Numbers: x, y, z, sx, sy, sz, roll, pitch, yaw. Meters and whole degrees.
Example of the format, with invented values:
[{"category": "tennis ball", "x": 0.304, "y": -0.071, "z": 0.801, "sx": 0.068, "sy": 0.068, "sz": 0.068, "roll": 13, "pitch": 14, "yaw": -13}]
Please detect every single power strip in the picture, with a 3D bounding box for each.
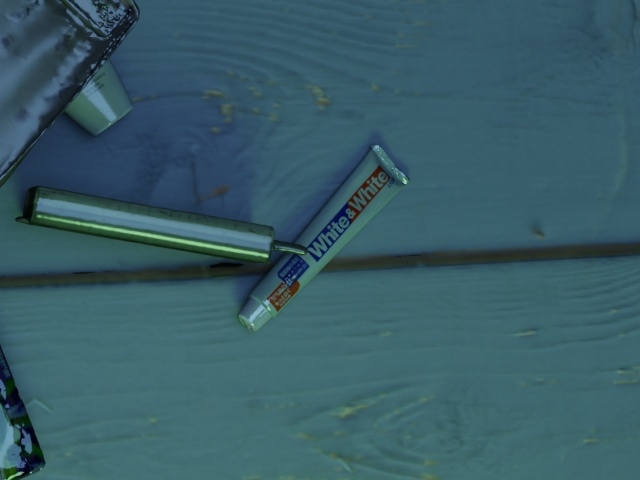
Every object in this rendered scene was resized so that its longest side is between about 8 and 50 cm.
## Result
[{"category": "power strip", "x": -0.140, "y": -0.011, "z": 1.555, "sx": 0.268, "sy": 0.092, "sz": 0.034, "roll": 10, "pitch": 87, "yaw": -14}]

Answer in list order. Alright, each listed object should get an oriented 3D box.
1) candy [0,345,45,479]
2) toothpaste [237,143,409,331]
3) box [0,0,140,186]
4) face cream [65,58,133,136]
[{"category": "candy", "x": -0.336, "y": 0.075, "z": 1.513, "sx": 0.088, "sy": 0.061, "sz": 0.312, "roll": -20, "pitch": 93, "yaw": -17}, {"category": "toothpaste", "x": 0.000, "y": 0.000, "z": 1.627, "sx": 0.052, "sy": 0.033, "sz": 0.218, "roll": 46, "pitch": 72, "yaw": -13}, {"category": "box", "x": -0.303, "y": -0.164, "z": 1.357, "sx": 0.225, "sy": 0.297, "sz": 0.190, "roll": 41, "pitch": 77, "yaw": -12}, {"category": "face cream", "x": -0.242, "y": -0.179, "z": 1.558, "sx": 0.072, "sy": 0.051, "sz": 0.182, "roll": -38, "pitch": 96, "yaw": -13}]
